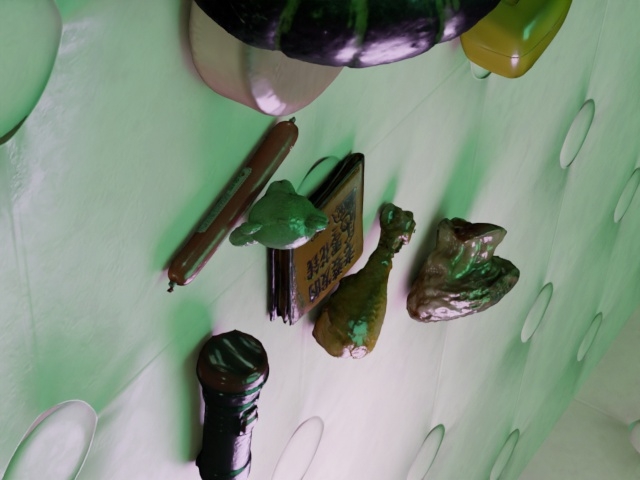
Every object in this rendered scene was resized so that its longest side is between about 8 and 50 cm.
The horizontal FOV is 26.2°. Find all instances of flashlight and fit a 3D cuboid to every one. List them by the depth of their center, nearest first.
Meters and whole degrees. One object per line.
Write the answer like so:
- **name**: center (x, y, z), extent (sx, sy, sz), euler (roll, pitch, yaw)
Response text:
- **flashlight**: center (-0.110, 0.216, 1.674), extent (0.093, 0.093, 0.232), euler (-44, 151, -41)

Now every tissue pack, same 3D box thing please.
- **tissue pack**: center (0.273, -0.325, 1.900), extent (0.178, 0.123, 0.127), euler (-54, 160, -22)

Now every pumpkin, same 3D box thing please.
- **pumpkin**: center (0.019, -0.295, 1.116), extent (0.323, 0.323, 0.241), euler (-61, -175, -9)

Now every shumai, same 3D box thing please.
- **shumai**: center (0.222, 0.038, 2.183), extent (0.209, 0.161, 0.153), euler (-22, 115, -28)

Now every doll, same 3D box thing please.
- **doll**: center (-0.049, -0.026, 1.542), extent (0.150, 0.115, 0.078), euler (156, -75, -82)

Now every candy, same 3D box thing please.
- **candy**: center (-0.030, -0.249, 1.342), extent (0.255, 0.094, 0.255), euler (-48, 153, -34)

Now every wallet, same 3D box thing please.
- **wallet**: center (0.003, 0.002, 1.752), extent (0.195, 0.042, 0.161), euler (-45, 151, -39)

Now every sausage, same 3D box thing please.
- **sausage**: center (-0.094, -0.041, 1.504), extent (0.253, 0.034, 0.034), euler (-55, 156, -23)

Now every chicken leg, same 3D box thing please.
- **chicken leg**: center (0.070, 0.058, 1.916), extent (0.107, 0.087, 0.251), euler (91, 24, -67)
